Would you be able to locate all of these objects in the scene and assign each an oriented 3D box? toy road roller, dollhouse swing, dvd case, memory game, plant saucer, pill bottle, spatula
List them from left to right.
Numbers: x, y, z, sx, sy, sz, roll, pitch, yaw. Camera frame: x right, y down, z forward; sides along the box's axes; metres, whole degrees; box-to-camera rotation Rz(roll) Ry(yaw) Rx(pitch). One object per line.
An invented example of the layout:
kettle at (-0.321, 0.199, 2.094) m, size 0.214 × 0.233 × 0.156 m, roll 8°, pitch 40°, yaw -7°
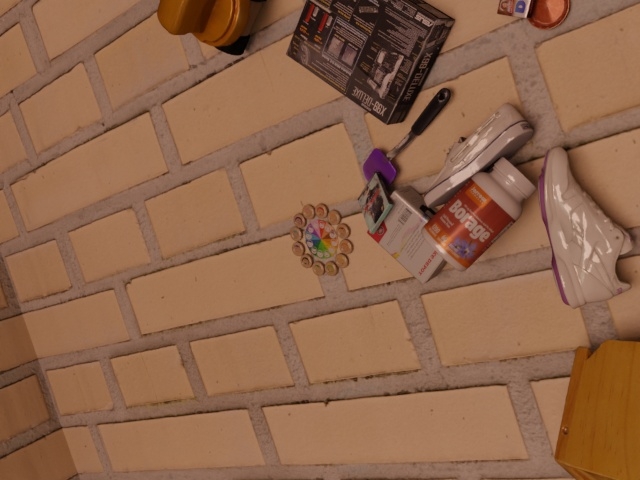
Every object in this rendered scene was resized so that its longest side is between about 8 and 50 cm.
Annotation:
toy road roller at (-0.290, -0.582, 1.693) m, size 0.329 × 0.241 × 0.202 m, roll 44°, pitch 124°, yaw 18°
memory game at (0.000, 0.000, 1.795) m, size 0.186 × 0.012 × 0.186 m, roll 11°, pitch 110°, yaw 34°
dvd case at (0.118, -0.084, 1.615) m, size 0.087 × 0.013 × 0.119 m, roll -58°, pitch 29°, yaw 33°
spatula at (0.183, -0.216, 1.584) m, size 0.084 × 0.030 × 0.296 m, roll 52°, pitch 127°, yaw 16°
pill bottle at (0.309, -0.053, 1.437) m, size 0.216 × 0.121 × 0.121 m, roll -47°, pitch 73°, yaw 12°
plant saucer at (0.417, -0.430, 1.360) m, size 0.084 × 0.013 × 0.083 m, roll 11°, pitch 109°, yaw 33°
dollhouse swing at (0.663, 0.373, 1.308) m, size 0.347 × 0.305 × 0.315 m, roll -8°, pitch 64°, yaw 64°

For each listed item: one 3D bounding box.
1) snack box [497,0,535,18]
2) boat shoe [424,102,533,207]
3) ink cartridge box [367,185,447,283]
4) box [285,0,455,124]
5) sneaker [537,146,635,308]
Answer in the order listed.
snack box at (0.375, -0.501, 1.353) m, size 0.064 × 0.022 × 0.178 m, roll 24°, pitch 112°, yaw 37°
boat shoe at (0.297, -0.167, 1.477) m, size 0.267 × 0.096 × 0.088 m, roll -44°, pitch 65°, yaw 39°
ink cartridge box at (0.207, -0.012, 1.599) m, size 0.175 × 0.072 × 0.127 m, roll 44°, pitch 124°, yaw 18°
box at (0.095, -0.426, 1.559) m, size 0.307 × 0.076 × 0.242 m, roll 38°, pitch 123°, yaw 22°
sneaker at (0.494, -0.032, 1.381) m, size 0.152 × 0.114 × 0.305 m, roll -13°, pitch 96°, yaw 19°
